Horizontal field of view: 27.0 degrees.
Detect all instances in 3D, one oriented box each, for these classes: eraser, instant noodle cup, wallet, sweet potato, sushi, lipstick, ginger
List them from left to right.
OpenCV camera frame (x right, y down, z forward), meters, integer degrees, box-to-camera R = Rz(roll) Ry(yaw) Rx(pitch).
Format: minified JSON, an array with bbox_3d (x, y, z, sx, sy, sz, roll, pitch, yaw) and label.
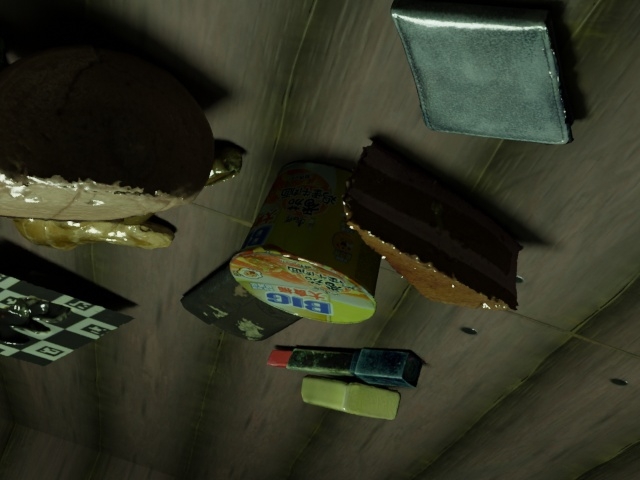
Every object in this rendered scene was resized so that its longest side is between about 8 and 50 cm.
[{"bbox_3d":[-0.562,0.110,2.515,0.296,0.100,0.373,22,149,-32],"label":"sushi"},{"bbox_3d":[-0.392,-0.031,2.070,0.333,0.081,0.148,11,141,14],"label":"ginger"},{"bbox_3d":[-0.216,-0.085,1.820,0.112,0.085,0.286,-7,168,-45],"label":"sweet potato"},{"bbox_3d":[-0.119,0.108,2.216,0.170,0.044,0.321,23,158,-15],"label":"wallet"},{"bbox_3d":[0.000,0.000,1.739,0.205,0.153,0.205,17,158,7],"label":"instant noodle cup"},{"bbox_3d":[0.035,0.216,2.345,0.312,0.051,0.051,1,157,40],"label":"lipstick"},{"bbox_3d":[0.053,0.282,2.401,0.117,0.058,0.172,12,174,-28],"label":"eraser"},{"bbox_3d":[0.170,-0.171,1.370,0.167,0.036,0.222,9,154,22],"label":"wallet"}]

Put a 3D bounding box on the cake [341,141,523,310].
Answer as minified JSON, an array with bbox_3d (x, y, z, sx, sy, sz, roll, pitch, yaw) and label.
[{"bbox_3d":[0.127,-0.008,1.667,0.113,0.116,0.295,-8,147,46],"label":"cake"}]

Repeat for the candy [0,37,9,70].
[{"bbox_3d":[-0.408,-0.190,1.724,0.091,0.083,0.305,56,177,20],"label":"candy"}]

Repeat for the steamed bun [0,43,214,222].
[{"bbox_3d":[-0.301,-0.131,1.607,0.301,0.199,0.251,4,172,-30],"label":"steamed bun"}]
